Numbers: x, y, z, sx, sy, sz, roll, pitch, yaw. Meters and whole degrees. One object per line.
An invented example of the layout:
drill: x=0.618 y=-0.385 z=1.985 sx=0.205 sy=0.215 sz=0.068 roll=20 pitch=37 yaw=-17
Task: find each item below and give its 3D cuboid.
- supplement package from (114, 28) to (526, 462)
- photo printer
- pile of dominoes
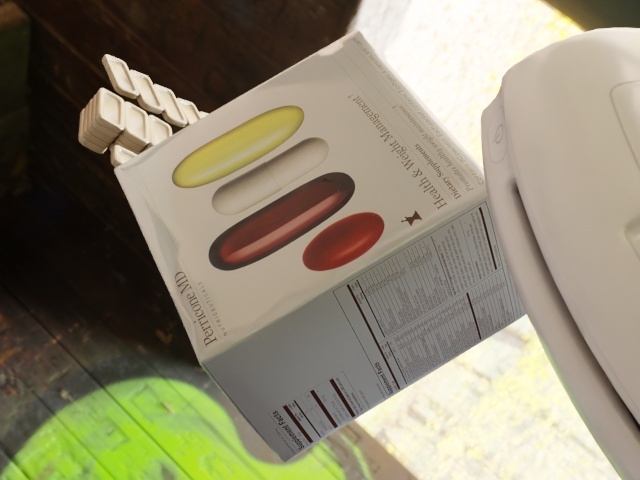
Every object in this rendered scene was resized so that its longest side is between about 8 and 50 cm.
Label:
supplement package: x=0.000 y=0.000 z=0.615 sx=0.203 sy=0.194 sz=0.149 roll=-31 pitch=140 yaw=-3
photo printer: x=0.235 y=0.012 z=0.427 sx=0.307 sy=0.256 sz=0.107 roll=-5 pitch=147 yaw=-23
pile of dominoes: x=-0.142 y=-0.083 z=0.963 sx=0.251 sy=0.196 sz=0.040 roll=29 pitch=119 yaw=-32
